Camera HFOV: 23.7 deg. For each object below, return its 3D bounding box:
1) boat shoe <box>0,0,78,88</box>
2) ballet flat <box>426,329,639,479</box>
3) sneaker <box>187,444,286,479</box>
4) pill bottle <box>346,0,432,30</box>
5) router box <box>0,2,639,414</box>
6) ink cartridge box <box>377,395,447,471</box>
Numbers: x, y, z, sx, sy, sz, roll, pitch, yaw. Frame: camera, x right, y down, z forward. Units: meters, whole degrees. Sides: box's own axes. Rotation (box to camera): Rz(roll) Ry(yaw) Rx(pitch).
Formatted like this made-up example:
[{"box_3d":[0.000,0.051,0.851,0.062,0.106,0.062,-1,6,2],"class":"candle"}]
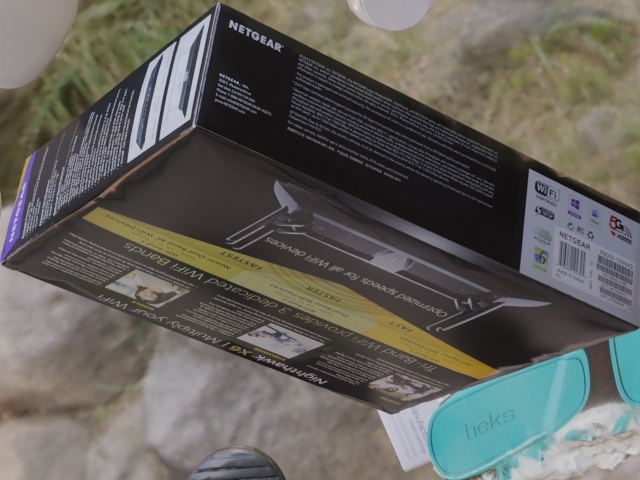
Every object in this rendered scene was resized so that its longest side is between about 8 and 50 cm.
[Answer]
[{"box_3d":[-0.193,-0.188,0.973,0.066,0.184,0.063,7,1,-35],"class":"boat shoe"},{"box_3d":[0.255,0.108,1.206,0.409,0.147,0.147,-31,15,44],"class":"ballet flat"},{"box_3d":[-0.054,0.305,1.356,0.122,0.330,0.146,-2,26,10],"class":"sneaker"},{"box_3d":[0.059,-0.244,1.399,0.086,0.086,0.152,-32,24,7],"class":"pill bottle"},{"box_3d":[0.000,0.000,0.918,0.243,0.309,0.081,-27,46,50],"class":"router box"},{"box_3d":[0.161,0.126,1.611,0.219,0.160,0.092,-24,-1,7],"class":"ink cartridge box"}]
